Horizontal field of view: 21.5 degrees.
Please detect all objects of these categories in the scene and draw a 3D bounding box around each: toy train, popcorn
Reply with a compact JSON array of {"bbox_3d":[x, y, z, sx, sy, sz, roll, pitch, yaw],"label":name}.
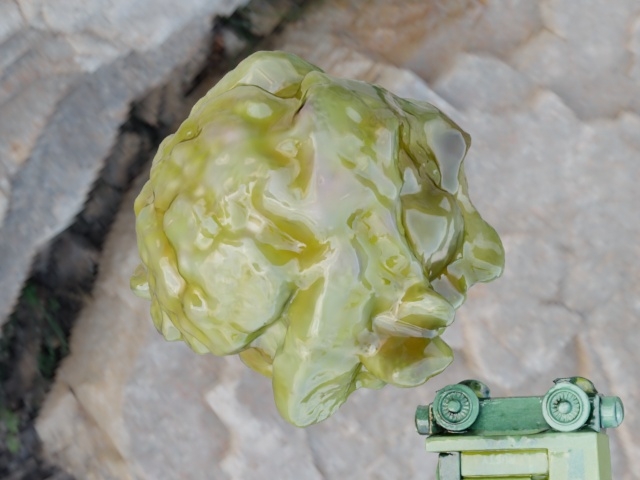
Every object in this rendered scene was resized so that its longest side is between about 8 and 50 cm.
[{"bbox_3d":[0.115,0.117,0.968,0.050,0.122,0.081,15,70,-69],"label":"toy train"},{"bbox_3d":[-0.001,0.001,0.859,0.187,0.185,0.167,24,103,-7],"label":"popcorn"}]
